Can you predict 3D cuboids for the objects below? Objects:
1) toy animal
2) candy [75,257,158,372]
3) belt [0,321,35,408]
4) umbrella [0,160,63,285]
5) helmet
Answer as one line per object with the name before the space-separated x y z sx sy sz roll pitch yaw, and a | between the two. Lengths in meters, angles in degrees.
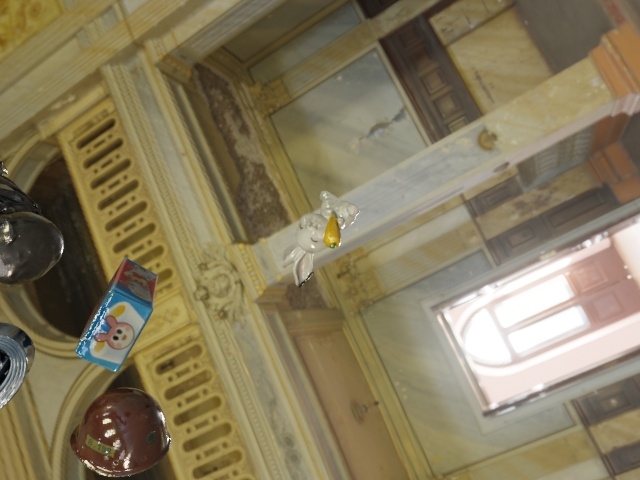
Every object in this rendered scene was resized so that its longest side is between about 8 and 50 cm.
toy animal | 0.000 0.000 1.178 0.131 0.181 0.127 33 159 30
candy | -0.438 0.152 1.291 0.100 0.157 0.306 31 -179 -16
belt | -0.630 0.244 1.094 0.141 0.190 0.082 42 177 -18
umbrella | -0.330 -0.057 0.538 0.113 0.106 0.358 -11 -154 -43
helmet | -0.345 0.308 1.014 0.155 0.175 0.106 -28 -51 -56
